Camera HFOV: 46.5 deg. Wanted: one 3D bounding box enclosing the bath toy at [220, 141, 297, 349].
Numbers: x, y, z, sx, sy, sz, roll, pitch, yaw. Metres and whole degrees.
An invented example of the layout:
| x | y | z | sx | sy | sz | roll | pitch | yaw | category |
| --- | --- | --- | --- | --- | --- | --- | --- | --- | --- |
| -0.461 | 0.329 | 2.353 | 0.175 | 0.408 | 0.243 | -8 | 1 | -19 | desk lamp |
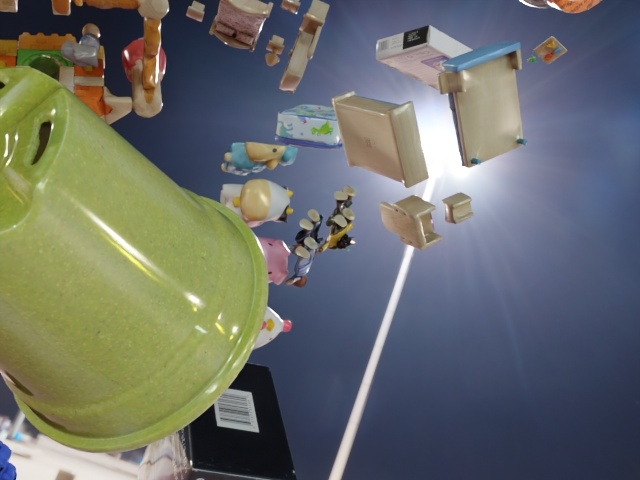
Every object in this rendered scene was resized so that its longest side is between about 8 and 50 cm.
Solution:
| x | y | z | sx | sy | sz | roll | pitch | yaw | category |
| --- | --- | --- | --- | --- | --- | --- | --- | --- | --- |
| -0.105 | 0.016 | 1.246 | 0.129 | 0.348 | 0.151 | 3 | -4 | -12 | bath toy |

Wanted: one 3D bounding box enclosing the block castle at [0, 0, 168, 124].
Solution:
| x | y | z | sx | sy | sz | roll | pitch | yaw | category |
| --- | --- | --- | --- | --- | --- | --- | --- | --- | --- |
| -0.495 | -0.389 | 1.324 | 0.453 | 0.213 | 0.303 | -2 | -41 | -16 | block castle |

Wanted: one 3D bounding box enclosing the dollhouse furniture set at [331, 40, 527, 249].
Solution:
| x | y | z | sx | sy | sz | roll | pitch | yaw | category |
| --- | --- | --- | --- | --- | --- | --- | --- | --- | --- |
| 0.222 | -0.190 | 1.353 | 0.198 | 0.303 | 0.286 | 32 | -38 | 58 | dollhouse furniture set |

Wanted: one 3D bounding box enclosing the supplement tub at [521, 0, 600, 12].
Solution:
| x | y | z | sx | sy | sz | roll | pitch | yaw | category |
| --- | --- | --- | --- | --- | --- | --- | --- | --- | --- |
| 0.361 | -0.542 | 1.299 | 0.207 | 0.207 | 0.338 | 45 | 6 | -49 | supplement tub |

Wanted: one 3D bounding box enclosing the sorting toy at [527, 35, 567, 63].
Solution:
| x | y | z | sx | sy | sz | roll | pitch | yaw | category |
| --- | --- | --- | --- | --- | --- | --- | --- | --- | --- |
| 0.539 | -0.445 | 1.783 | 0.062 | 0.012 | 0.083 | 30 | -44 | -26 | sorting toy |

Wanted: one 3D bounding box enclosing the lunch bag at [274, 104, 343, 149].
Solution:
| x | y | z | sx | sy | sz | roll | pitch | yaw | category |
| --- | --- | --- | --- | --- | --- | --- | --- | --- | --- |
| -0.011 | -0.279 | 1.823 | 0.176 | 0.090 | 0.219 | 10 | 17 | 11 | lunch bag |

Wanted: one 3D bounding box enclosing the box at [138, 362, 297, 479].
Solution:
| x | y | z | sx | sy | sz | roll | pitch | yaw | category |
| --- | --- | --- | --- | --- | --- | --- | --- | --- | --- |
| -0.194 | 0.405 | 1.280 | 0.183 | 0.294 | 0.296 | 14 | 24 | -20 | box |

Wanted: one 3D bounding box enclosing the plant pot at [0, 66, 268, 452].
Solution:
| x | y | z | sx | sy | sz | roll | pitch | yaw | category |
| --- | --- | --- | --- | --- | --- | --- | --- | --- | --- |
| -0.218 | 0.005 | 0.625 | 0.276 | 0.276 | 0.254 | 11 | -28 | 27 | plant pot |

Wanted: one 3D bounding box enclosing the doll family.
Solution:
| x | y | z | sx | sy | sz | roll | pitch | yaw | category |
| --- | --- | --- | --- | --- | --- | --- | --- | --- | --- |
| 0.000 | 0.000 | 1.214 | 0.076 | 0.193 | 0.111 | 48 | -28 | 14 | doll family |

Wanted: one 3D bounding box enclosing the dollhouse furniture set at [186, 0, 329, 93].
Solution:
| x | y | z | sx | sy | sz | roll | pitch | yaw | category |
| --- | --- | --- | --- | --- | --- | --- | --- | --- | --- |
| -0.195 | -0.559 | 1.998 | 0.355 | 0.174 | 0.303 | 20 | -16 | -10 | dollhouse furniture set |

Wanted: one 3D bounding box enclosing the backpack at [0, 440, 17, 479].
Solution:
| x | y | z | sx | sy | sz | roll | pitch | yaw | category |
| --- | --- | --- | --- | --- | --- | --- | --- | --- | --- |
| -0.472 | 0.328 | 0.996 | 0.101 | 0.098 | 0.120 | 42 | 17 | -12 | backpack |

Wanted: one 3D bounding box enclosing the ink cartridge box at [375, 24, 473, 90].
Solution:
| x | y | z | sx | sy | sz | roll | pitch | yaw | category |
| --- | --- | --- | --- | --- | --- | --- | --- | --- | --- |
| 0.335 | -0.474 | 2.020 | 0.176 | 0.069 | 0.371 | -3 | -13 | 45 | ink cartridge box |
